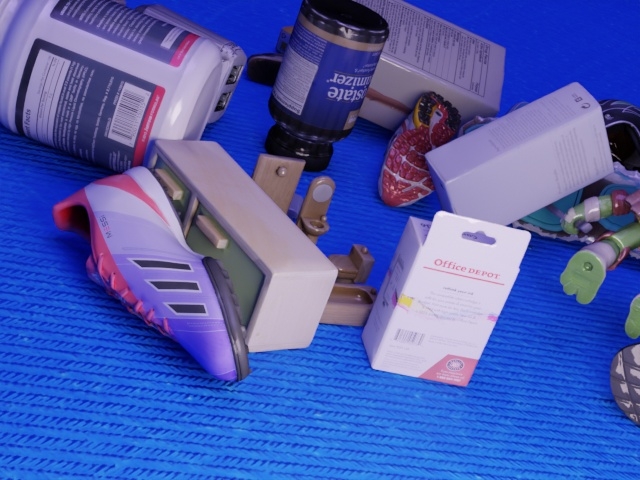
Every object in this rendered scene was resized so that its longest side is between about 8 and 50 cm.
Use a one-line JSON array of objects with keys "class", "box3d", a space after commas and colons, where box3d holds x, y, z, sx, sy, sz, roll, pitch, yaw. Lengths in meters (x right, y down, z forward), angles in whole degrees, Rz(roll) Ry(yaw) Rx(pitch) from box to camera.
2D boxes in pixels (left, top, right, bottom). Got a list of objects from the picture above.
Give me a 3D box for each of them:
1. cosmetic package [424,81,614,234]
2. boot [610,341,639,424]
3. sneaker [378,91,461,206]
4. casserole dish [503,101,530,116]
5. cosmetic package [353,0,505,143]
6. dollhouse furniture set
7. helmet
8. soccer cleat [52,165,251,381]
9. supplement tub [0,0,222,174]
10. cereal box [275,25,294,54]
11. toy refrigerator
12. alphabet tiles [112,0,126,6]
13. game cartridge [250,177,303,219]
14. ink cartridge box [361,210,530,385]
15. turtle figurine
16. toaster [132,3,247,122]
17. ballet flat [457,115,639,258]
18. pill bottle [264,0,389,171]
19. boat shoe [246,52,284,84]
[{"class": "cosmetic package", "box3d": [0.265, -0.103, 1.783, 0.231, 0.117, 0.085, -24, 38, -4]}, {"class": "boot", "box3d": [0.498, 0.166, 1.591, 0.338, 0.118, 0.223, 8, 8, 3]}, {"class": "sneaker", "box3d": [0.131, -0.112, 1.883, 0.088, 0.093, 0.225, 37, 41, -4]}, {"class": "casserole dish", "box3d": [0.351, -0.184, 2.221, 0.114, 0.037, 0.188, 25, 27, 10]}, {"class": "cosmetic package", "box3d": [0.114, -0.260, 2.008, 0.296, 0.129, 0.153, 23, 47, -11]}, {"class": "dollhouse furniture set", "box3d": [0.000, 0.000, 1.512, 0.144, 0.123, 0.151, 6, 30, -27]}, {"class": "helmet", "box3d": [0.445, -0.137, 2.059, 0.161, 0.169, 0.169, 43, 30, 8]}, {"class": "soccer cleat", "box3d": [-0.170, 0.042, 1.361, 0.116, 0.108, 0.318, -18, 44, -20]}, {"class": "supplement tub", "box3d": [-0.271, -0.193, 1.608, 0.272, 0.191, 0.191, 22, 26, 2]}, {"class": "cereal box", "box3d": [0.069, -0.284, 2.191, 0.240, 0.047, 0.173, 36, 32, 27]}, {"class": "toy refrigerator", "box3d": [-0.102, 0.000, 1.464, 0.094, 0.102, 0.269, -1, 34, -37]}, {"class": "alphabet tiles", "box3d": [-0.488, -0.433, 2.115, 0.342, 0.011, 0.285, 6, 29, -28]}, {"class": "game cartridge", "box3d": [-0.063, -0.054, 1.695, 0.083, 0.017, 0.056, 20, 22, -3]}, {"class": "ink cartridge box", "box3d": [0.132, 0.050, 1.429, 0.115, 0.198, 0.067, 13, 27, -17]}, {"class": "turtle figurine", "box3d": [0.393, 0.034, 1.684, 0.198, 0.274, 0.266, 59, 40, -8]}, {"class": "toaster", "box3d": [-0.189, -0.233, 1.804, 0.146, 0.129, 0.227, 25, 7, 0]}, {"class": "ballet flat", "box3d": [0.370, -0.055, 1.921, 0.409, 0.147, 0.147, 22, 26, -4]}, {"class": "pill bottle", "box3d": [0.001, -0.208, 1.803, 0.123, 0.219, 0.123, 16, 27, -8]}, {"class": "boat shoe", "box3d": [-0.040, -0.261, 2.061, 0.152, 0.056, 0.049, 12, 32, -17]}]
